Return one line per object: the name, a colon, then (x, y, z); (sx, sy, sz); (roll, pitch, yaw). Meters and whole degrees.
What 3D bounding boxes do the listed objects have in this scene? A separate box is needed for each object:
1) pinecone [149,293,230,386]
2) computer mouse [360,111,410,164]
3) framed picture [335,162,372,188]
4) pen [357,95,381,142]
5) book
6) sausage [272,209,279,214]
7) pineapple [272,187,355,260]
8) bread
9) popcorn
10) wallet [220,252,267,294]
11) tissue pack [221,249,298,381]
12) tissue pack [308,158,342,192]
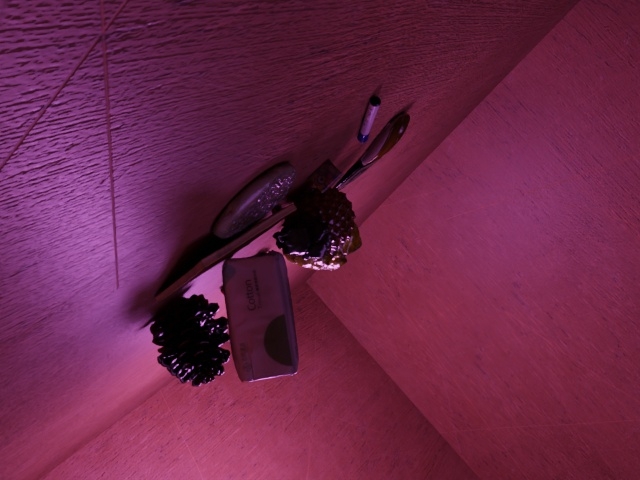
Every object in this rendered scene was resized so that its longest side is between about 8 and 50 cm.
pinecone: (-0.370, 0.305, 1.957); (0.246, 0.292, 0.246); (-15, 128, -20)
computer mouse: (0.224, -0.337, 2.244); (0.126, 0.056, 0.245); (-37, 171, -40)
framed picture: (0.129, -0.237, 2.427); (0.195, 0.010, 0.199); (-38, 177, 39)
pen: (0.133, -0.331, 1.827); (0.033, 0.033, 0.269); (-41, 174, -11)
book: (-0.250, 0.031, 1.776); (0.262, 0.028, 0.374); (-35, -179, 44)
sausage: (-0.127, -0.076, 1.997); (0.024, 0.024, 0.132); (-42, 174, 2)
pineapple: (-0.026, -0.030, 1.940); (0.223, 0.223, 0.357); (-44, -179, 22)
bread: (-0.159, -0.091, 1.636); (0.267, 0.040, 0.267); (-41, 174, -5)
popcorn: (-0.007, 0.000, 2.303); (0.276, 0.225, 0.277); (-28, 136, -32)
wallet: (-0.267, 0.127, 2.419); (0.204, 0.045, 0.142); (-42, 174, 4)
tissue pack: (-0.178, 0.212, 1.955); (0.193, 0.357, 0.266); (-8, 180, -3)
tissue pack: (0.016, -0.187, 1.938); (0.083, 0.063, 0.035); (-41, 171, 2)
